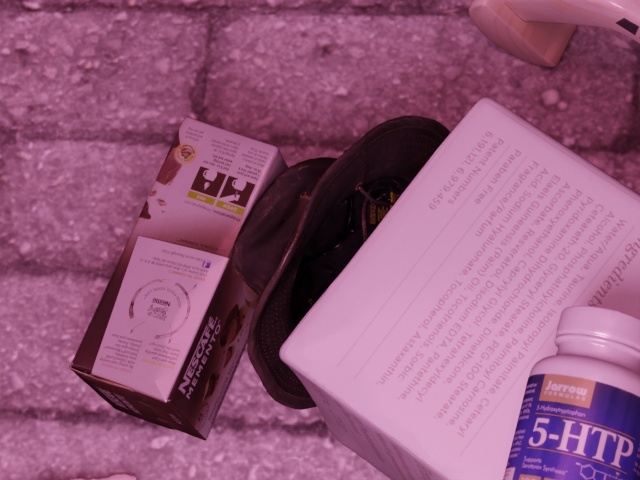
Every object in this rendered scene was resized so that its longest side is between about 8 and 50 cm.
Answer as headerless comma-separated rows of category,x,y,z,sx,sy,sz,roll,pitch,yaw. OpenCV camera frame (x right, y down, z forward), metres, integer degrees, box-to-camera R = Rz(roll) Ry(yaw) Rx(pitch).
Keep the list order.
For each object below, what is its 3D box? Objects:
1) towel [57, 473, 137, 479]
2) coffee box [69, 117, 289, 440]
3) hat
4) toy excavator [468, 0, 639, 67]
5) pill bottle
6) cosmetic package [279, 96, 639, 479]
towel,-0.340,0.417,2.009,0.332,0.053,0.317,-7,69,7
coffee box,-0.136,0.044,2.044,0.119,0.168,0.297,18,74,17
hat,0.000,0.000,1.966,0.134,0.331,0.331,28,77,29
toy excavator,0.413,-0.202,1.984,0.445,0.433,0.222,31,77,-10
pill bottle,0.223,0.156,1.615,0.112,0.112,0.186,11,74,14
cosmetic package,0.230,0.137,1.856,0.394,0.329,0.327,35,80,20
